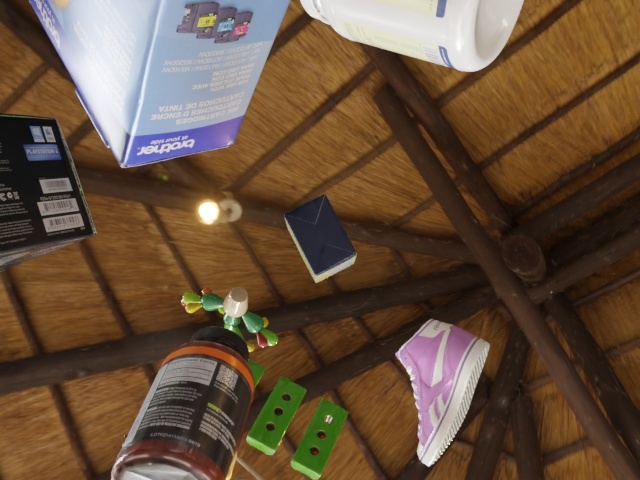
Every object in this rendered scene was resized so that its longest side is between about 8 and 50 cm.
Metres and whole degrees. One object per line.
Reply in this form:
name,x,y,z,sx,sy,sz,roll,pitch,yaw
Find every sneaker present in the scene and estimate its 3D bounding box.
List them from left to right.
sneaker,0.210,0.286,1.253,0.161,0.102,0.282,24,-75,27

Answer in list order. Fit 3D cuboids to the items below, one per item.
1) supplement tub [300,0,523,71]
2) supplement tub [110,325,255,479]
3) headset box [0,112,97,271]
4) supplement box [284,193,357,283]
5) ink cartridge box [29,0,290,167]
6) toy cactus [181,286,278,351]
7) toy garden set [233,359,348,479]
supplement tub,0.146,-0.426,1.048,0.324,0.235,0.236,25,-86,28
supplement tub,-0.125,0.174,0.647,0.105,0.198,0.106,4,-59,6
headset box,-0.412,-0.008,0.599,0.282,0.246,0.131,-18,-89,24
supplement box,0.000,0.000,0.785,0.056,0.083,0.083,-27,-100,-5
ink cartridge box,-0.170,-0.267,0.650,0.270,0.151,0.395,56,-37,20
toy cactus,-0.186,0.151,1.306,0.219,0.180,0.112,35,-122,6
toy garden set,-0.112,0.266,0.875,0.244,0.204,0.049,27,-46,6
